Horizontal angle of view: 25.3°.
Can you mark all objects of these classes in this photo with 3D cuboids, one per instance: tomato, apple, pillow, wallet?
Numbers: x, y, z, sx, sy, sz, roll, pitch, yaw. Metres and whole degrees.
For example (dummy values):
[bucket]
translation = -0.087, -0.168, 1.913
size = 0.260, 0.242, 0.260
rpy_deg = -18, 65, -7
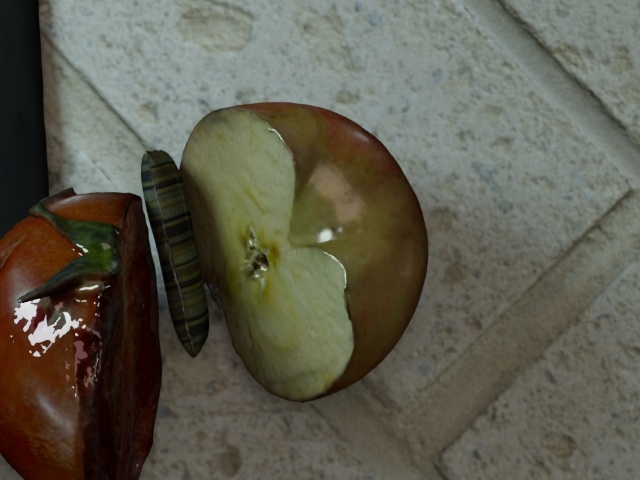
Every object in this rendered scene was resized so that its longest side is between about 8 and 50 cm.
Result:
[tomato]
translation = -0.251, 0.106, 1.323
size = 0.170, 0.309, 0.309
rpy_deg = 5, 77, 6
[apple]
translation = 0.000, 0.000, 1.398
size = 0.163, 0.251, 0.293
rpy_deg = -15, 78, -33
[pillow]
translation = -0.141, 0.010, 1.399
size = 0.038, 0.113, 0.203
rpy_deg = -13, 95, 1
[wallet]
translation = -0.368, -0.121, 1.426
size = 0.197, 0.051, 0.377
rpy_deg = 1, 76, -27
